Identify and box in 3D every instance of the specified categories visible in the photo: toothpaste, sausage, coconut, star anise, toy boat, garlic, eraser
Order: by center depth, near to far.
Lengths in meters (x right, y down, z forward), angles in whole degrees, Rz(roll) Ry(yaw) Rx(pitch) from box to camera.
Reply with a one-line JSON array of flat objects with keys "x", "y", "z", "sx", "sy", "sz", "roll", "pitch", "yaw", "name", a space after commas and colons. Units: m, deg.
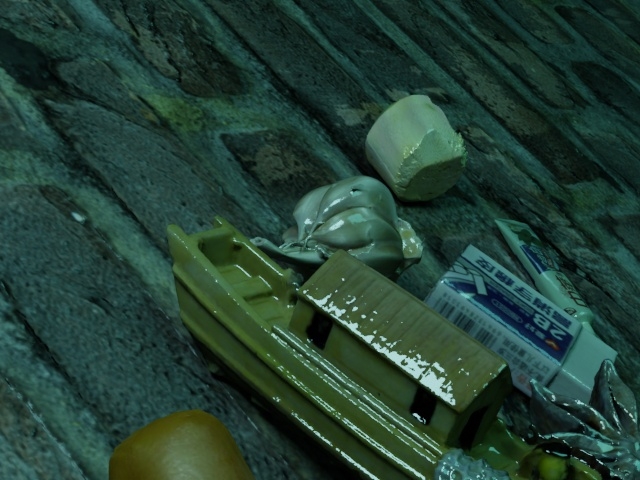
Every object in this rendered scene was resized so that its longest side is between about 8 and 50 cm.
[{"x": -0.072, "y": 0.239, "z": 0.959, "sx": 0.105, "sy": 0.105, "sz": 0.274, "roll": 7, "pitch": 37, "yaw": -37, "name": "sausage"}, {"x": 0.036, "y": 0.109, "z": 1.140, "sx": 0.445, "sy": 0.162, "sz": 0.136, "roll": 33, "pitch": 29, "yaw": 29, "name": "toy boat"}, {"x": 0.300, "y": 0.235, "z": 1.317, "sx": 0.223, "sy": 0.109, "sz": 0.236, "roll": -6, "pitch": 43, "yaw": -29, "name": "star anise"}, {"x": 0.000, "y": 0.000, "z": 1.386, "sx": 0.194, "sy": 0.131, "sz": 0.127, "roll": -5, "pitch": 64, "yaw": -37, "name": "garlic"}, {"x": 0.219, "y": 0.102, "z": 1.478, "sx": 0.210, "sy": 0.068, "sz": 0.124, "roll": 36, "pitch": 27, "yaw": 7, "name": "eraser"}, {"x": 0.281, "y": 0.045, "z": 1.656, "sx": 0.060, "sy": 0.038, "sz": 0.233, "roll": 14, "pitch": 31, "yaw": -33, "name": "toothpaste"}, {"x": 0.115, "y": -0.119, "z": 1.668, "sx": 0.116, "sy": 0.116, "sz": 0.122, "roll": -1, "pitch": 47, "yaw": -44, "name": "coconut"}]
